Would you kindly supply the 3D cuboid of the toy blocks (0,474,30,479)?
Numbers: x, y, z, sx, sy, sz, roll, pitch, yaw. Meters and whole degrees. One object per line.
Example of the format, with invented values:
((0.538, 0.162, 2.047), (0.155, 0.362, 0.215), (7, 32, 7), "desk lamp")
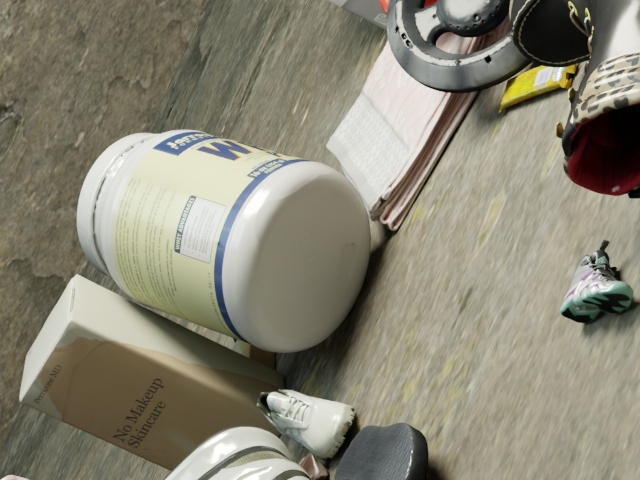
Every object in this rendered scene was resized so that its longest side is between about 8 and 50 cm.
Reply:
((-0.336, 0.452, 2.072), (0.260, 0.289, 0.309), (-57, 1, 41), "toy blocks")

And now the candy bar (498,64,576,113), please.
((0.233, -0.170, 1.820), (0.161, 0.018, 0.040), (-14, 55, 68), "candy bar")

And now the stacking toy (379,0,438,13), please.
((0.161, -0.397, 2.098), (0.141, 0.141, 0.330), (-40, 22, 54), "stacking toy")

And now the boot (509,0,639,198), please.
((0.273, -0.174, 1.521), (0.377, 0.138, 0.284), (-27, 40, 55), "boot")

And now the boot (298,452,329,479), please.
((-0.035, 0.286, 1.926), (0.114, 0.037, 0.106), (-64, 29, 10), "boot")

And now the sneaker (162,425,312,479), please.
((-0.167, 0.403, 1.751), (0.447, 0.169, 0.257), (-45, 28, -5), "sneaker")

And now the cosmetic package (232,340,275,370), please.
((-0.092, 0.170, 2.262), (0.060, 0.041, 0.115), (-56, 19, 28), "cosmetic package")

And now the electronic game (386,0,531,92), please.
((0.178, -0.275, 1.915), (0.229, 0.048, 0.229), (-13, 64, 27), "electronic game")

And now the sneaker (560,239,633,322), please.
((0.245, 0.030, 1.455), (0.098, 0.038, 0.069), (-26, 42, 64), "sneaker")

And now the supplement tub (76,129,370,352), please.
((-0.125, -0.009, 2.082), (0.325, 0.235, 0.235), (17, 80, 40), "supplement tub")

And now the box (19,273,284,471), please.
((-0.210, 0.187, 2.121), (0.148, 0.311, 0.121), (-57, 18, 21), "box")

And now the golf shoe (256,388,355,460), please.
((-0.022, 0.206, 1.925), (0.069, 0.086, 0.176), (-66, 18, -13), "golf shoe")

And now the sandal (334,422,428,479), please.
((0.073, 0.231, 1.678), (0.097, 0.054, 0.254), (-57, 7, -3), "sandal")

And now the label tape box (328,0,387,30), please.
((0.008, -0.487, 2.387), (0.115, 0.348, 0.249), (-39, 30, 55), "label tape box")

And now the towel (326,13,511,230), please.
((0.122, -0.202, 2.146), (0.317, 0.053, 0.332), (-60, 18, 12), "towel")

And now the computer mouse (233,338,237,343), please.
((-0.068, 0.042, 2.379), (0.242, 0.041, 0.071), (-64, 16, -4), "computer mouse")
